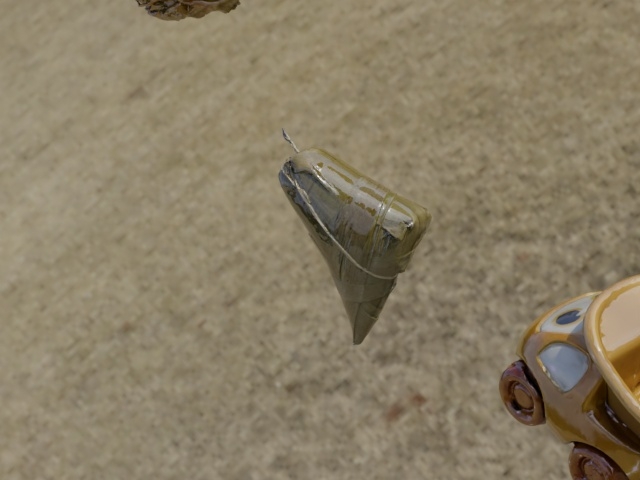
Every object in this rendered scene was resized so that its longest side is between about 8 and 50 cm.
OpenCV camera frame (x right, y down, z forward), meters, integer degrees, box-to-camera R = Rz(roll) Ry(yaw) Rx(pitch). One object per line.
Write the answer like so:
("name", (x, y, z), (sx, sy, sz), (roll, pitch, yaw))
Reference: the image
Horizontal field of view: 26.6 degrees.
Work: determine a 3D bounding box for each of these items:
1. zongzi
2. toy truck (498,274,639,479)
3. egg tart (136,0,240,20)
("zongzi", (0.000, 0.000, 1.410), (0.081, 0.189, 0.178), (-42, -19, -58))
("toy truck", (0.371, 0.173, 1.605), (0.204, 0.288, 0.211), (-23, -28, -30))
("egg tart", (-0.068, -0.248, 0.987), (0.213, 0.090, 0.212), (-14, 39, 12))
